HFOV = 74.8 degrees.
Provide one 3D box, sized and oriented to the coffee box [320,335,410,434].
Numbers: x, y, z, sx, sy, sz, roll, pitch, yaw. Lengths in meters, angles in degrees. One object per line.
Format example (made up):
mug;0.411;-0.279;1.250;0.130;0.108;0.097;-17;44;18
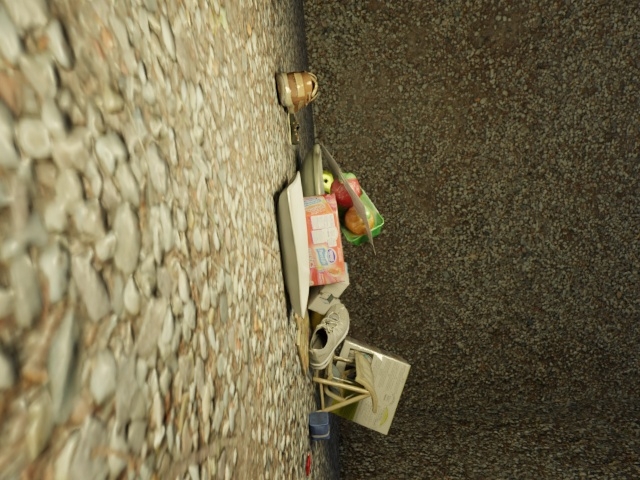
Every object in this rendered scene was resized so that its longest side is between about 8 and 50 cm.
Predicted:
coffee box;0.221;0.700;2.087;0.337;0.334;0.338;66;44;-81

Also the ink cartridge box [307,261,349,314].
ink cartridge box;0.028;0.178;1.664;0.190;0.082;0.139;-56;-162;29

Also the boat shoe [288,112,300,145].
boat shoe;-0.094;-0.405;1.490;0.049;0.042;0.133;31;54;-83

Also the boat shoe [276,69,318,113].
boat shoe;-0.063;-0.482;1.355;0.324;0.116;0.123;-86;164;-72

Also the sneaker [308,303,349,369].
sneaker;0.035;0.344;1.583;0.115;0.105;0.281;78;28;-43

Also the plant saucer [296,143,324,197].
plant saucer;-0.036;-0.185;1.695;0.400;0.101;0.400;-4;90;-87

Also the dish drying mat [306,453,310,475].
dish drying mat;-0.036;0.683;1.275;0.083;0.008;0.032;62;24;-85

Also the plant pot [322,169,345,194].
plant pot;0.033;-0.251;2.134;0.227;0.207;0.228;-80;164;-77

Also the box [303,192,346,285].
box;0.000;0.000;1.489;0.142;0.154;0.300;-90;171;-56

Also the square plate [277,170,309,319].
square plate;-0.073;-0.004;1.196;0.344;0.049;0.347;-87;172;-73

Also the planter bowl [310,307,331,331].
planter bowl;0.004;0.331;1.804;0.217;0.090;0.217;-4;90;-87

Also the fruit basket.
fruit basket;0.121;-0.149;1.548;0.327;0.165;0.353;60;-8;32

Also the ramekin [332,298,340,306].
ramekin;0.048;0.417;2.174;0.273;0.127;0.273;-4;90;-88

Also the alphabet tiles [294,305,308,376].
alphabet tiles;-0.060;0.265;1.420;0.342;0.011;0.285;-91;176;-51

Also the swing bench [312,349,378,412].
swing bench;0.104;0.584;1.751;0.253;0.255;0.165;-79;164;-80

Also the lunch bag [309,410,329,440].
lunch bag;-0.003;0.631;1.422;0.098;0.067;0.065;-82;168;-83
